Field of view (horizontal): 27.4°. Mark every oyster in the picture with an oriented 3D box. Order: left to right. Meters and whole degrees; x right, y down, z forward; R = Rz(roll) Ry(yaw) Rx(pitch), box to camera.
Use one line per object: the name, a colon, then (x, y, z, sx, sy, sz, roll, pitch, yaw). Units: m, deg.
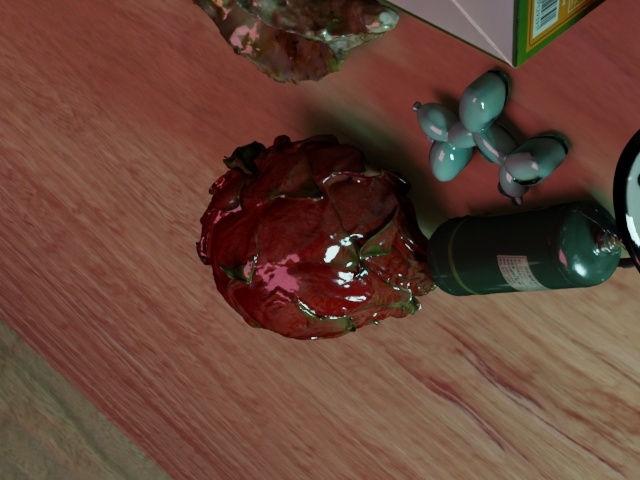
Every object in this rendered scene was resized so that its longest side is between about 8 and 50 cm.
oyster: (-0.064, -0.272, 1.463, 0.396, 0.111, 0.204, 34, 165, 24)

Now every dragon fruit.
dragon fruit: (0.000, 0.000, 1.527, 0.299, 0.244, 0.244, 15, 141, 13)

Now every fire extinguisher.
fire extinguisher: (0.237, 0.007, 1.371, 0.118, 0.093, 0.294, 33, 158, -27)

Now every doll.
doll: (0.164, -0.104, 1.366, 0.159, 0.059, 0.158, 44, 150, 7)

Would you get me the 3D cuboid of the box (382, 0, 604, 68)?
box: (0.142, -0.284, 1.091, 0.177, 0.148, 0.195, 34, 148, 33)

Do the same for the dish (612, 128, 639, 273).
dish: (0.392, -0.018, 1.091, 0.303, 0.120, 0.303, 34, 148, 25)
